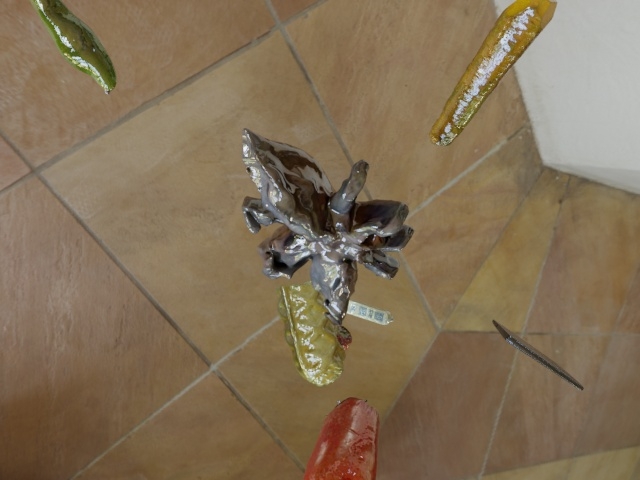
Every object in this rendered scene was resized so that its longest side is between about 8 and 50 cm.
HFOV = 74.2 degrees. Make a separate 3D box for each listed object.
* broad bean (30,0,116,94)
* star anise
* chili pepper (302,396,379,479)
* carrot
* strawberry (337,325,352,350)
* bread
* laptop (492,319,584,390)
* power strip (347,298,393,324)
[{"bbox_3d":[-0.511,-0.438,0.835,0.075,0.067,0.325,-36,103,-25],"label":"broad bean"},{"bbox_3d":[0.000,0.003,0.484,0.199,0.257,0.110,19,54,1],"label":"star anise"},{"bbox_3d":[0.021,0.276,0.485,0.084,0.192,0.086,6,116,13],"label":"chili pepper"},{"bbox_3d":[0.165,-0.166,0.430,0.042,0.042,0.170,-1,144,-25],"label":"carrot"},{"bbox_3d":[0.055,0.294,1.228,0.074,0.073,0.083,-2,124,-25],"label":"strawberry"},{"bbox_3d":[-0.024,0.236,1.082,0.130,0.152,0.267,-7,75,-37],"label":"bread"},{"bbox_3d":[0.490,0.258,0.972,0.197,0.135,0.016,35,100,3],"label":"laptop"},{"bbox_3d":[0.145,0.228,1.361,0.030,0.191,0.047,10,92,-56],"label":"power strip"}]
